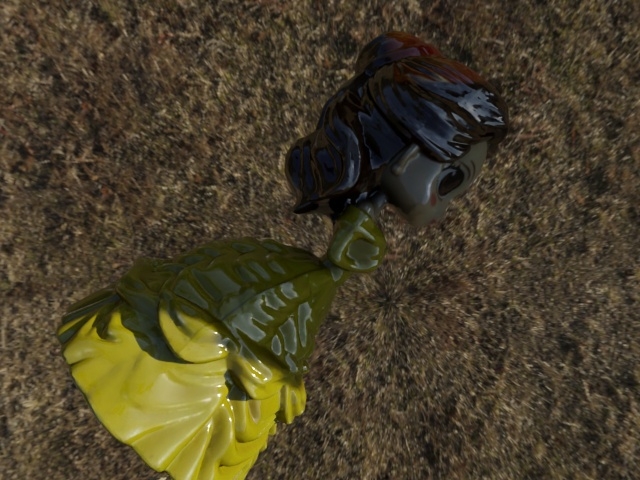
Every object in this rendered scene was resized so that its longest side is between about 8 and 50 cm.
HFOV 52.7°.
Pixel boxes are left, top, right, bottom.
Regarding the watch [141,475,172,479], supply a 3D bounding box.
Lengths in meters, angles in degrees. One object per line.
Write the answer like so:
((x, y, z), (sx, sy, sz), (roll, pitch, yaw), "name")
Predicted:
((-0.135, 0.304, 0.461), (0.211, 0.248, 0.217), (45, 123, 36), "watch")

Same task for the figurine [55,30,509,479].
((0.003, 0.003, 0.444), (0.315, 0.187, 0.168), (-43, 51, -3), "figurine")
